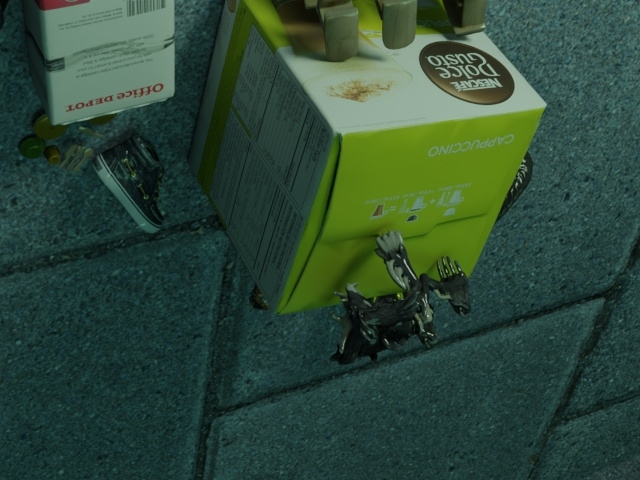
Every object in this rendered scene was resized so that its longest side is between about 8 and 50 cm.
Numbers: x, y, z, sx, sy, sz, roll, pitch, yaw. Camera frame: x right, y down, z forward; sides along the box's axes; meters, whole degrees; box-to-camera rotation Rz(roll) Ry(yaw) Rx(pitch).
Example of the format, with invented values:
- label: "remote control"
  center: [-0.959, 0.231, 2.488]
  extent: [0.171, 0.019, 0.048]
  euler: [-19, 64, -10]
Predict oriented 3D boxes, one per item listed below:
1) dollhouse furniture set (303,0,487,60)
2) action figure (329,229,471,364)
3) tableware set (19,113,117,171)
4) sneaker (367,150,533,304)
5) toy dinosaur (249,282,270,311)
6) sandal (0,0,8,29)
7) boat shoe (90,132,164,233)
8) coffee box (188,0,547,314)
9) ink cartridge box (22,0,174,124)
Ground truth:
- label: "dollhouse furniture set"
  center: [0.091, -0.341, 1.663]
  extent: [0.242, 0.212, 0.161]
  euler: [-12, 151, -5]
- label: "action figure"
  center: [0.088, 0.083, 1.689]
  extent: [0.164, 0.141, 0.275]
  euler: [-45, 160, 24]
- label: "tableware set"
  center: [-0.343, -0.163, 1.746]
  extent: [0.104, 0.024, 0.154]
  euler: [16, 124, -42]
- label: "sneaker"
  center: [0.218, -0.035, 2.252]
  extent: [0.384, 0.145, 0.147]
  euler: [-44, 174, 11]
- label: "toy dinosaur"
  center: [0.000, 0.000, 2.009]
  extent: [0.322, 0.164, 0.218]
  euler: [-25, 176, -27]
- label: "sandal"
  center: [-0.419, -0.269, 1.532]
  extent: [0.097, 0.054, 0.255]
  euler: [-8, 138, -30]
- label: "boat shoe"
  center: [-0.257, -0.081, 1.867]
  extent: [0.083, 0.065, 0.183]
  euler: [-32, 144, 2]
- label: "coffee box"
  center: [0.051, -0.146, 1.791]
  extent: [0.337, 0.334, 0.338]
  euler: [-10, 139, -29]
- label: "ink cartridge box"
  center: [-0.277, -0.278, 1.589]
  extent: [0.172, 0.100, 0.237]
  euler: [-17, 141, -21]
